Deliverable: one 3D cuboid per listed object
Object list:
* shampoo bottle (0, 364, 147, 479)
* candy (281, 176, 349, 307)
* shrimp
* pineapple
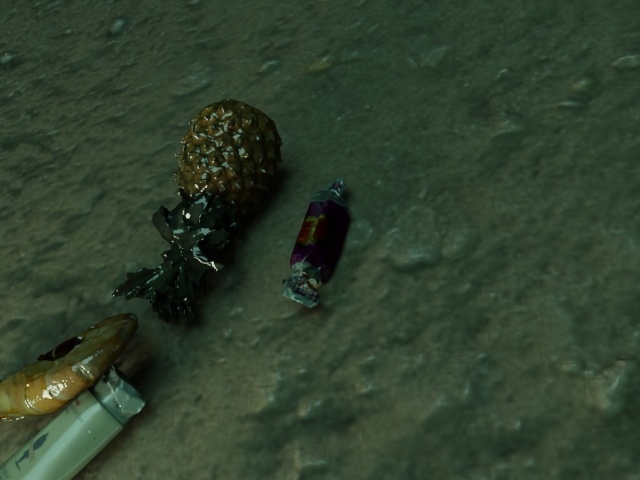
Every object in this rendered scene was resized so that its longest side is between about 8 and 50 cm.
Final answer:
[{"bbox_3d":[-0.261,0.208,0.754,0.212,0.049,0.072,-44,36,-15],"label":"shampoo bottle"},{"bbox_3d":[0.000,0.000,0.816,0.045,0.043,0.175,0,50,25],"label":"candy"},{"bbox_3d":[-0.272,0.127,0.805,0.236,0.053,0.133,-25,28,32],"label":"shrimp"},{"bbox_3d":[-0.125,-0.028,0.849,0.125,0.125,0.251,9,63,29],"label":"pineapple"}]
